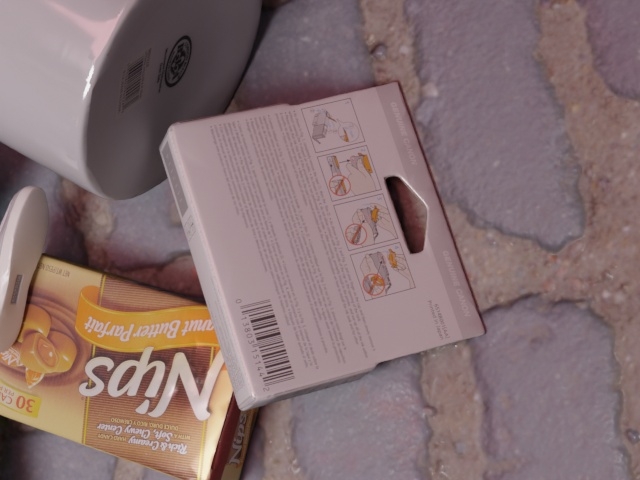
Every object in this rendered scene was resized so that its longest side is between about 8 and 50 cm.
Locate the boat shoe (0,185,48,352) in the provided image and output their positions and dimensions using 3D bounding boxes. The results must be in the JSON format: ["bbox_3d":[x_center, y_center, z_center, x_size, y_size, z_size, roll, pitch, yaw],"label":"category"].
[{"bbox_3d":[-0.345,0.027,1.465,0.063,0.066,0.184,14,94,21],"label":"boat shoe"}]

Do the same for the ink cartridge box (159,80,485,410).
[{"bbox_3d":[0.000,0.000,1.402,0.261,0.066,0.296,-13,76,-21],"label":"ink cartridge box"}]

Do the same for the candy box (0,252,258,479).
[{"bbox_3d":[-0.219,0.134,1.478,0.316,0.087,0.183,15,89,21],"label":"candy box"}]

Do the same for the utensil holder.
[{"bbox_3d":[-0.300,-0.263,1.435,0.385,0.327,0.328,30,94,17],"label":"utensil holder"}]
